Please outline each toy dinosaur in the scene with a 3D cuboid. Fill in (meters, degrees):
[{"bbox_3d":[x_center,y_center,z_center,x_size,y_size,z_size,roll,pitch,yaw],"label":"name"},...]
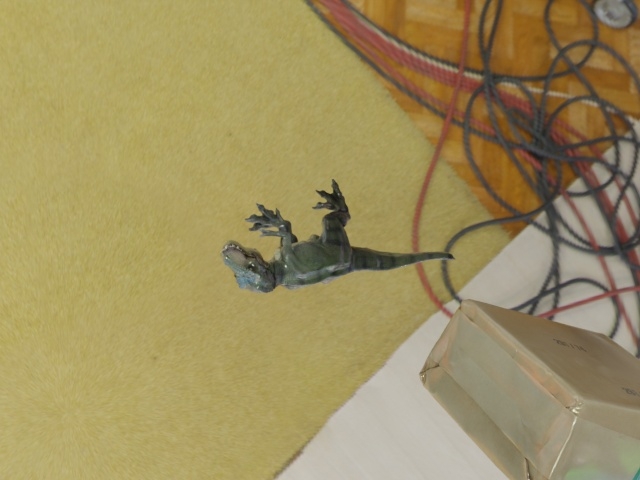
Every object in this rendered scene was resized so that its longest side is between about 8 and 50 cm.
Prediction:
[{"bbox_3d":[0.000,0.000,0.837,0.268,0.064,0.118,-5,45,-35],"label":"toy dinosaur"}]

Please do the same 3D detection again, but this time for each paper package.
[{"bbox_3d":[0.372,0.249,1.251,0.325,0.309,0.168,16,106,-30],"label":"paper package"}]
